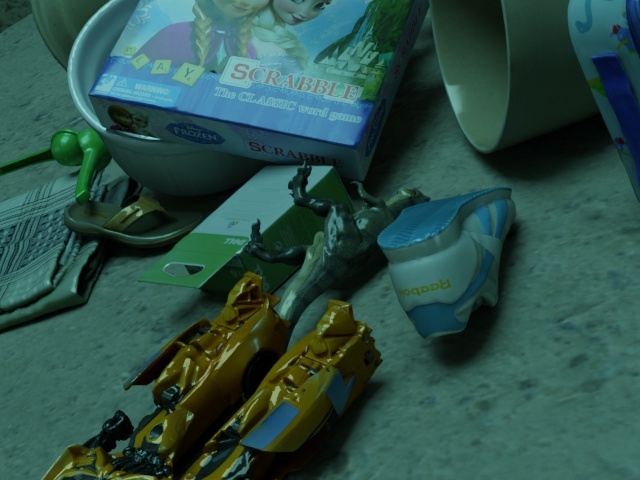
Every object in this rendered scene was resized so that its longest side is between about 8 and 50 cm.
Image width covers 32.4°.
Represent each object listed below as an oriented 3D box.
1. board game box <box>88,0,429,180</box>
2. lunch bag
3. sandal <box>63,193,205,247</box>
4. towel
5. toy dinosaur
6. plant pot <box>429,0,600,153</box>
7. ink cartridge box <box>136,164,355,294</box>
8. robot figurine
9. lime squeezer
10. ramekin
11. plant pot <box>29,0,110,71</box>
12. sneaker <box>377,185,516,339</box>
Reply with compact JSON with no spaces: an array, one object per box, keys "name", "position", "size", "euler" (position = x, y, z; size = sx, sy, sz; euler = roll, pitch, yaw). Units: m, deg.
[{"name":"board game box","position":[-0.055,-0.240,1.263],"size":[0.319,0.066,0.318],"euler":[12,61,15]},{"name":"lunch bag","position":[0.295,-0.138,0.893],"size":[0.090,0.219,0.176],"euler":[-2,34,50]},{"name":"sandal","position":[-0.225,-0.031,1.303],"size":[0.180,0.049,0.072],"euler":[9,33,19]},{"name":"towel","position":[-0.400,0.019,1.399],"size":[0.324,0.056,0.312],"euler":[-17,27,15]},{"name":"toy dinosaur","position":[0.000,0.000,1.036],"size":[0.118,0.064,0.268],"euler":[35,56,16]},{"name":"plant pot","position":[0.274,-0.237,1.107],"size":[0.274,0.256,0.256],"euler":[-11,25,-8]},{"name":"ink cartridge box","position":[-0.074,0.004,1.131],"size":[0.109,0.062,0.209],"euler":[6,40,46]},{"name":"robot figurine","position":[-0.097,0.151,0.842],"size":[0.211,0.085,0.291],"euler":[14,47,41]},{"name":"lime squeezer","position":[-0.333,-0.101,1.449],"size":[0.310,0.059,0.110],"euler":[16,69,53]},{"name":"ramekin","position":[-0.160,-0.188,1.365],"size":[0.277,0.135,0.277],"euler":[-3,58,5]},{"name":"plant pot","position":[-0.213,-0.387,1.591],"size":[0.334,0.333,0.305],"euler":[-40,16,-27]},{"name":"sneaker","position":[0.114,0.012,0.936],"size":[0.087,0.092,0.229],"euler":[-13,9,28]}]
